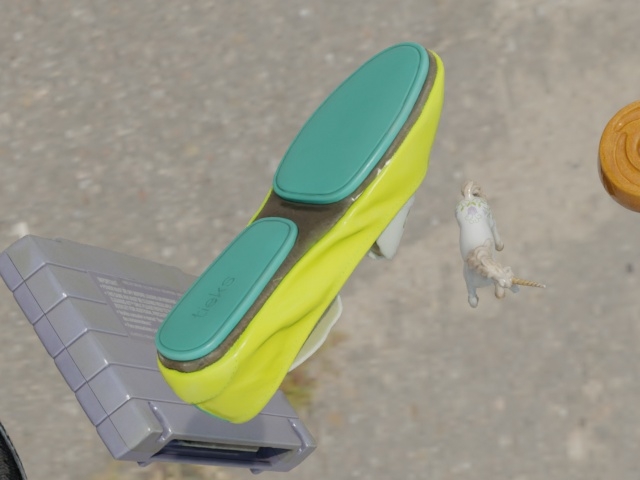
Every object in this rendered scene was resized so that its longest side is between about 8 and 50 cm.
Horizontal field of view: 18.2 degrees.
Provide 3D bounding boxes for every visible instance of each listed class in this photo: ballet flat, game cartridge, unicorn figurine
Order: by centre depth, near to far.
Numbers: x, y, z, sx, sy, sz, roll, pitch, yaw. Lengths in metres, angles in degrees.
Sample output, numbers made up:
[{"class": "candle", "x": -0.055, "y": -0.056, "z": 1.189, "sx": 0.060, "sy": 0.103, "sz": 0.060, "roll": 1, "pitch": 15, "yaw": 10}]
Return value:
[{"class": "ballet flat", "x": 0.000, "y": 0.000, "z": 1.049, "sx": 0.231, "sy": 0.077, "sz": 0.077, "roll": -53, "pitch": 128, "yaw": -20}, {"class": "unicorn figurine", "x": 0.153, "y": 0.014, "z": 1.856, "sx": 0.060, "sy": 0.111, "sz": 0.162, "roll": -23, "pitch": 61, "yaw": -2}, {"class": "game cartridge", "x": -0.149, "y": 0.111, "z": 1.863, "sx": 0.230, "sy": 0.068, "sz": 0.355, "roll": 51, "pitch": 13, "yaw": 22}]

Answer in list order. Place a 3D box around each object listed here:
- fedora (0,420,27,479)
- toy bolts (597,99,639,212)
[{"class": "fedora", "x": -0.399, "y": 0.218, "z": 1.636, "sx": 0.334, "sy": 0.334, "sz": 0.152, "roll": 54, "pitch": 39, "yaw": -21}, {"class": "toy bolts", "x": 0.367, "y": -0.047, "z": 1.675, "sx": 0.228, "sy": 0.218, "sz": 0.158, "roll": -44, "pitch": 153, "yaw": 0}]
